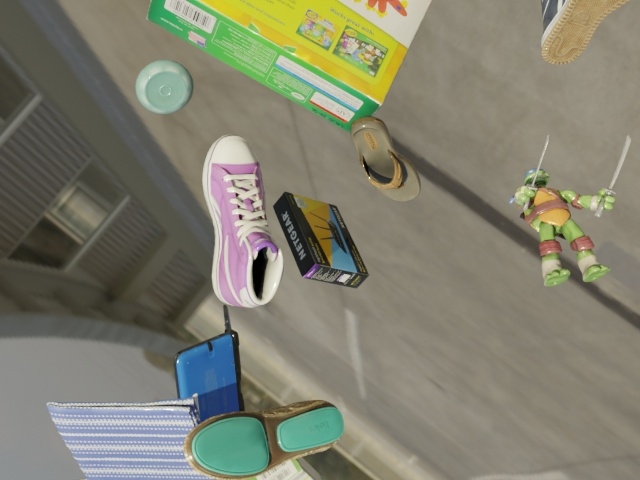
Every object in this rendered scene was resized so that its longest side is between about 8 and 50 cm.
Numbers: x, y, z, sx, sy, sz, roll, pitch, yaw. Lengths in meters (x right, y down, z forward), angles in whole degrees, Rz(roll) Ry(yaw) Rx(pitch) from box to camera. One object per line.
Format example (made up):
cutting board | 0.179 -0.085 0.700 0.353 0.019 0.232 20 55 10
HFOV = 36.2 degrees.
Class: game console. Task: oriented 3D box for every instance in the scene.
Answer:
game console | -0.272 0.341 2.378 0.173 0.250 0.293 19 121 47

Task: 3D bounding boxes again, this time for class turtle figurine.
turtle figurine | 0.496 -0.060 1.971 0.198 0.274 0.266 11 -121 -44

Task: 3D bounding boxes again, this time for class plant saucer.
plant saucer | -0.318 -0.310 2.007 0.119 0.119 0.021 44 -168 -32

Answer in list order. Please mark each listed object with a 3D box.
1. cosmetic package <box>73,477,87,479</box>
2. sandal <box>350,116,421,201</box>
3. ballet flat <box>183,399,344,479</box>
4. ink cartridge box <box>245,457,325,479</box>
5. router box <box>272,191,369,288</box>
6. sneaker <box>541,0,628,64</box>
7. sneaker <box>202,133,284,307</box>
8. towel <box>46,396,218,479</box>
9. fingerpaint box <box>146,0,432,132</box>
cosmetic package | -0.464 0.633 1.960 0.385 0.217 0.156 99 156 -46
sandal | 0.118 -0.137 1.795 0.219 0.090 0.060 59 -156 -45
ballet flat | -0.068 0.215 1.053 0.206 0.073 0.067 1 168 -39
ink cartridge box | -0.051 0.411 1.584 0.062 0.109 0.209 54 177 36
router box | 0.000 0.000 1.794 0.133 0.046 0.179 13 -140 -40
sneaker | 0.475 -0.457 1.732 0.099 0.153 0.282 17 144 -13
sneaker | -0.108 -0.034 1.554 0.161 0.102 0.282 -2 94 64
towel | -0.285 0.362 1.625 0.243 0.040 0.336 -2 136 9
fingerpaint box | -0.034 -0.469 1.803 0.445 0.371 0.163 28 158 -8
